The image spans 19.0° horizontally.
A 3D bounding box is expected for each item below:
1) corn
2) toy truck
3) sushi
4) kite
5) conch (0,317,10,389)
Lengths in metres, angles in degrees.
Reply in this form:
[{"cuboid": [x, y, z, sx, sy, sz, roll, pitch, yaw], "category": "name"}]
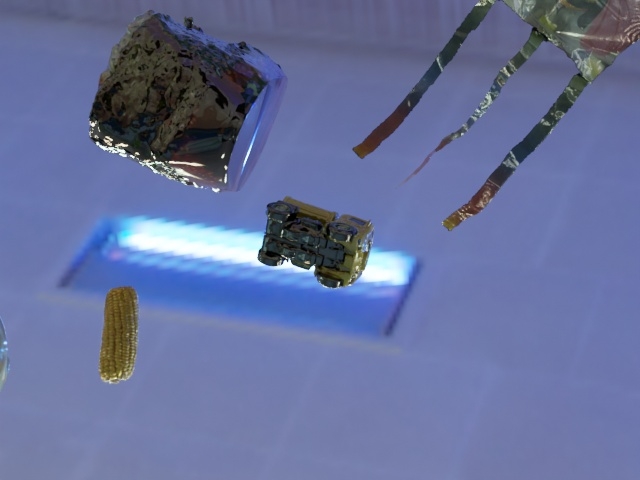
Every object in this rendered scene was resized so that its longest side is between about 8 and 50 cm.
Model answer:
[{"cuboid": [-0.188, 0.088, 1.792, 0.037, 0.037, 0.092, 0, -101, 9], "category": "corn"}, {"cuboid": [0.000, 0.000, 1.447, 0.083, 0.049, 0.054, 19, -155, 16], "category": "toy truck"}, {"cuboid": [-0.111, -0.115, 1.640, 0.126, 0.136, 0.225, 22, -172, 5], "category": "sushi"}, {"cuboid": [0.183, -0.171, 1.484, 0.360, 0.204, 0.022, -52, -144, 3], "category": "kite"}, {"cuboid": [-0.377, 0.093, 1.917, 0.116, 0.173, 0.106, -34, -172, -21], "category": "conch"}]
